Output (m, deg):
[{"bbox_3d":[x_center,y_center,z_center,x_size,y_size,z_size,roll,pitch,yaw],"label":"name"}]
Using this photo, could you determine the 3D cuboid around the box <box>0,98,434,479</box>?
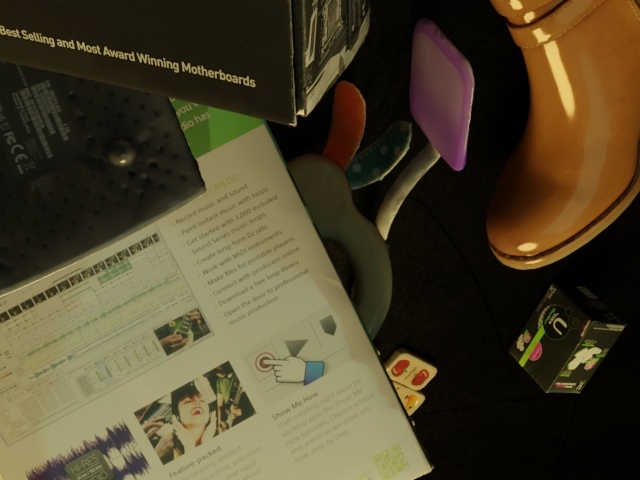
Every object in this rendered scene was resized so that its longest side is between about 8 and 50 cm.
[{"bbox_3d":[-0.099,0.057,0.624,0.232,0.058,0.322,-28,106,-10],"label":"box"}]

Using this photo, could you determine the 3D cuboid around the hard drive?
[{"bbox_3d":[-0.205,-0.046,0.522,0.255,0.054,0.172,-23,95,-10],"label":"hard drive"}]

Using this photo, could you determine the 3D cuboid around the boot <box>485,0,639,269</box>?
[{"bbox_3d":[0.165,-0.129,0.704,0.283,0.109,0.220,-51,135,10],"label":"boot"}]

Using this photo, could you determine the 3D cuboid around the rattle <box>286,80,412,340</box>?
[{"bbox_3d":[0.000,0.000,0.749,0.143,0.130,0.199,37,63,-72],"label":"rattle"}]

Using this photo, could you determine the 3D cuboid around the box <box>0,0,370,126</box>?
[{"bbox_3d":[-0.134,-0.187,0.354,0.076,0.308,0.242,-56,154,-44],"label":"box"}]

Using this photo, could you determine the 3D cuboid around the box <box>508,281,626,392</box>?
[{"bbox_3d":[0.226,0.090,0.953,0.052,0.062,0.083,9,119,-38],"label":"box"}]

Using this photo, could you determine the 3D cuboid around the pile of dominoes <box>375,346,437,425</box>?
[{"bbox_3d":[0.004,0.201,0.918,0.196,0.040,0.251,1,124,-32],"label":"pile of dominoes"}]

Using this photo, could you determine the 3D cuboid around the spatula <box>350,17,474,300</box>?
[{"bbox_3d":[0.056,-0.024,0.756,0.030,0.084,0.296,-7,135,-26],"label":"spatula"}]
